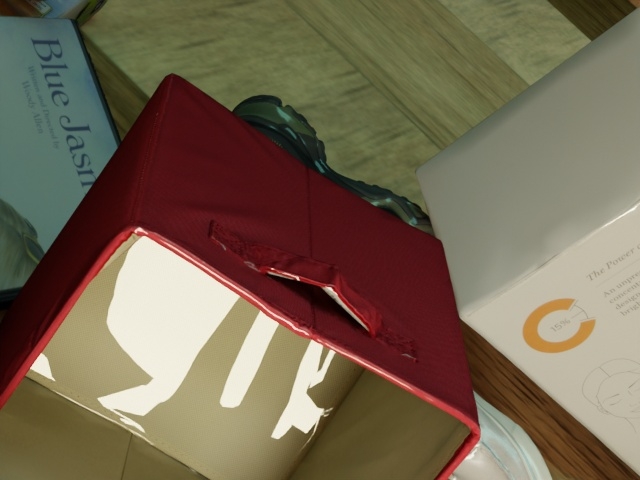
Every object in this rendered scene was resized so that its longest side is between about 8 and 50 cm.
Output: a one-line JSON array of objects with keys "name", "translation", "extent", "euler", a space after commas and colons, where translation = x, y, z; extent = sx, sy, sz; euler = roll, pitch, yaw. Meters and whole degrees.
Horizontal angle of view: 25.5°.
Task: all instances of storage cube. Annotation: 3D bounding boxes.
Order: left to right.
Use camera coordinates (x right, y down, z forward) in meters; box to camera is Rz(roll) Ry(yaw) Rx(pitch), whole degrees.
[{"name": "storage cube", "translation": [-0.057, 0.066, 0.696], "extent": [0.184, 0.215, 0.193], "euler": [31, 22, -15]}]

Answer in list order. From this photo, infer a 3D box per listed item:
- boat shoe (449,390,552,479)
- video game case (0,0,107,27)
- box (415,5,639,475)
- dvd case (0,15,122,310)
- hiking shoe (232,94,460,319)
[{"name": "boat shoe", "translation": [0.079, 0.123, 0.932], "extent": [0.063, 0.066, 0.184], "euler": [-15, 61, -41]}, {"name": "video game case", "translation": [-0.292, -0.226, 0.989], "extent": [0.269, 0.061, 0.244], "euler": [37, 28, -5]}, {"name": "box", "translation": [0.266, 0.032, 1.040], "extent": [0.345, 0.215, 0.168], "euler": [41, 23, -35]}, {"name": "dvd case", "translation": [-0.203, -0.046, 0.808], "extent": [0.253, 0.022, 0.180], "euler": [-11, 77, -56]}, {"name": "hiking shoe", "translation": [0.000, 0.000, 1.014], "extent": [0.227, 0.086, 0.114], "euler": [39, 44, 5]}]
